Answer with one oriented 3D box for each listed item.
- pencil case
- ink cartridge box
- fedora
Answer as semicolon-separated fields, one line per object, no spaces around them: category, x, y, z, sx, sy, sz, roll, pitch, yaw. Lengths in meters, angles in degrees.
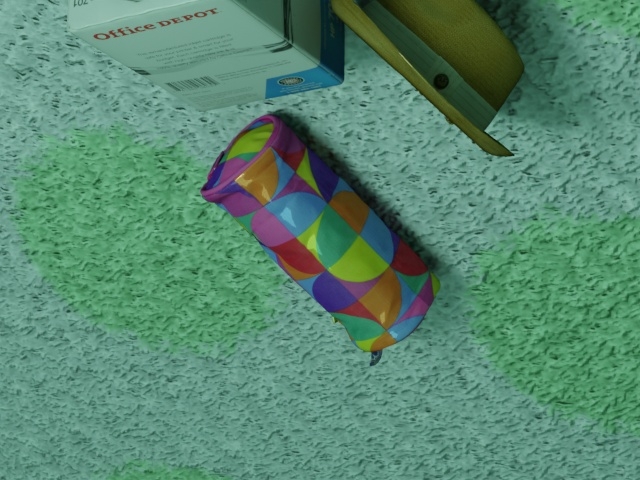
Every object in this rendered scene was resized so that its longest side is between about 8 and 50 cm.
pencil case;0.000;0.000;1.558;0.104;0.104;0.236;-26;117;37
ink cartridge box;-0.085;-0.174;1.378;0.140;0.082;0.191;-9;159;27
fedora;0.095;-0.148;1.372;0.194;0.194;0.079;41;95;-18
